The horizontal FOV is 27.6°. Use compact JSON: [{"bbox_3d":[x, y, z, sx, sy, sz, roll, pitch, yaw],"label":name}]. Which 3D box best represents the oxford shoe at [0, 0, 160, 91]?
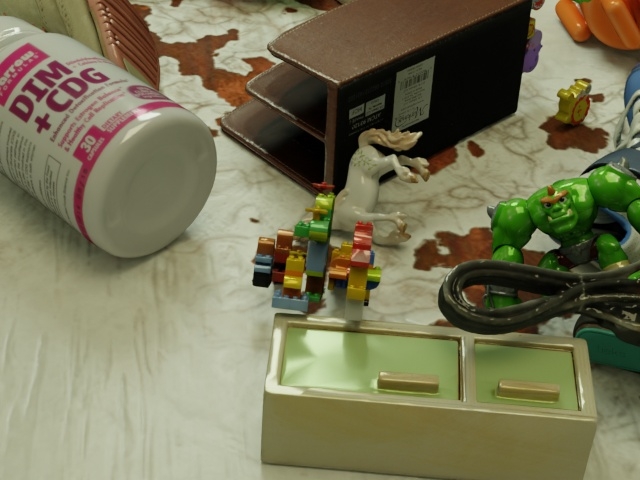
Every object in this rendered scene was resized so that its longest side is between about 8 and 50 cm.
[{"bbox_3d":[-0.308,-0.273,1.579,0.146,0.140,0.397,-34,49,5],"label":"oxford shoe"}]

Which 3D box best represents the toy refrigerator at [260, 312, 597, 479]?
[{"bbox_3d":[0.089,0.132,1.099,0.270,0.094,0.102,6,38,1],"label":"toy refrigerator"}]

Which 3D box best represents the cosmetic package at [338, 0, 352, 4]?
[{"bbox_3d":[0.043,-0.421,1.738,0.113,0.160,0.309,-19,43,-25],"label":"cosmetic package"}]

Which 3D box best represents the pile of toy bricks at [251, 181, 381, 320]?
[{"bbox_3d":[0.000,0.000,1.186,0.118,0.105,0.212,7,6,1],"label":"pile of toy bricks"}]

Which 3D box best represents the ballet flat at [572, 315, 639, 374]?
[{"bbox_3d":[0.332,0.101,1.179,0.203,0.074,0.074,19,41,22],"label":"ballet flat"}]

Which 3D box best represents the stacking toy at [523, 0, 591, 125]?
[{"bbox_3d":[0.242,-0.256,1.503,0.052,0.221,0.167,-31,46,-32],"label":"stacking toy"}]

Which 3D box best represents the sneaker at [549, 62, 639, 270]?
[{"bbox_3d":[0.322,-0.080,1.354,0.236,0.130,0.322,-4,45,-17],"label":"sneaker"}]

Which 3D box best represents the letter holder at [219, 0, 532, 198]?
[{"bbox_3d":[0.054,-0.200,1.469,0.302,0.152,0.214,-28,47,-34],"label":"letter holder"}]

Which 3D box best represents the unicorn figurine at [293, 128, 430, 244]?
[{"bbox_3d":[0.042,-0.040,1.322,0.111,0.060,0.162,16,71,20],"label":"unicorn figurine"}]

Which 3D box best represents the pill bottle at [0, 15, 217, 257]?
[{"bbox_3d":[-0.254,-0.114,1.325,0.283,0.160,0.160,33,47,32],"label":"pill bottle"}]

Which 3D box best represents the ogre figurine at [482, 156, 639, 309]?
[{"bbox_3d":[0.234,0.001,1.212,0.197,0.118,0.097,-22,-4,37],"label":"ogre figurine"}]

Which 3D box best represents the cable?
[{"bbox_3d":[0.246,0.041,1.097,0.287,0.072,0.139,16,58,-9],"label":"cable"}]

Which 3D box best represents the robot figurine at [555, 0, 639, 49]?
[{"bbox_3d":[0.389,-0.326,1.668,0.128,0.158,0.219,16,32,-8],"label":"robot figurine"}]
